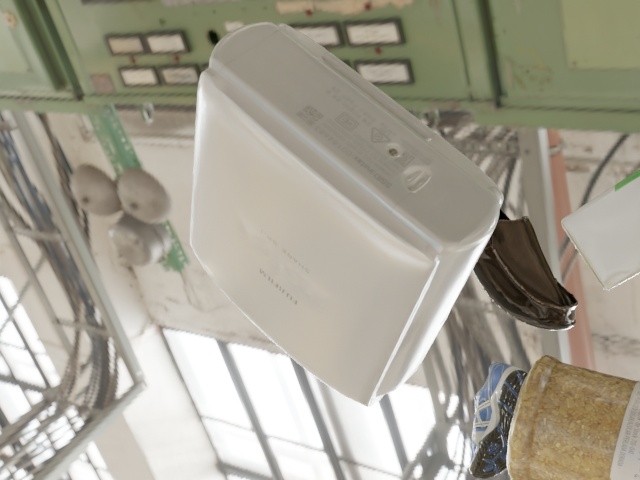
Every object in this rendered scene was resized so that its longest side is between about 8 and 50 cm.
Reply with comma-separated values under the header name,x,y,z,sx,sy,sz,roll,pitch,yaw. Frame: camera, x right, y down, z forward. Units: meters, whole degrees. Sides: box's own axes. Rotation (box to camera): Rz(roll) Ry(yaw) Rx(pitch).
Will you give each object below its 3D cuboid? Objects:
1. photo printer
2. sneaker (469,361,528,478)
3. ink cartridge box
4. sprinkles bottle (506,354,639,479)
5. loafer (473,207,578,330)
name,x,y,z,sx,sy,sz,roll,pitch,yaw
photo printer,0.000,0.000,0.779,0.256,0.308,0.107,41,-120,16
sneaker,0.300,0.307,1.550,0.080,0.211,0.081,12,-168,-24
ink cartridge box,0.513,-0.063,1.296,0.289,0.122,0.211,-22,167,-46
sprinkles bottle,0.339,0.192,0.739,0.355,0.121,0.121,12,-140,26
loafer,0.209,0.009,1.016,0.080,0.078,0.220,-11,-129,-48
